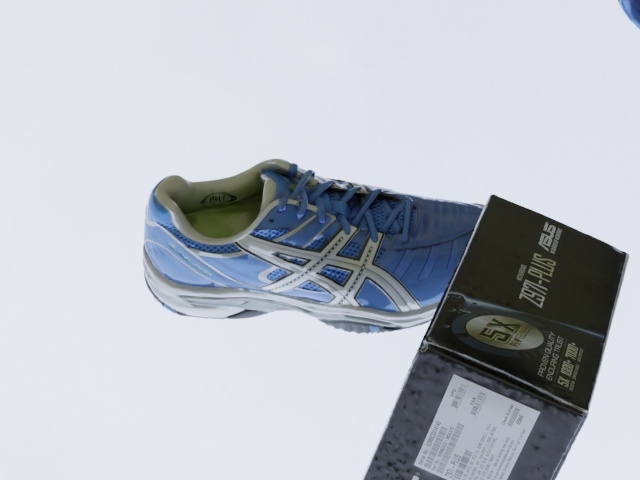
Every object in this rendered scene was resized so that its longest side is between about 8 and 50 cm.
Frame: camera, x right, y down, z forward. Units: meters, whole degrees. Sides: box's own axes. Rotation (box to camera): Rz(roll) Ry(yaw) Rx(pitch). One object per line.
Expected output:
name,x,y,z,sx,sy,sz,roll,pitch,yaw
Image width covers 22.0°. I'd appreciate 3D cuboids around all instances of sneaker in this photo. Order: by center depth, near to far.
sneaker,0.000,0.000,0.925,0.211,0.081,0.080,-4,-130,4

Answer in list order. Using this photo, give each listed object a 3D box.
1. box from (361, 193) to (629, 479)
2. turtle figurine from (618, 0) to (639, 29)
box,0.071,0.094,0.790,0.078,0.180,0.147,24,-148,5
turtle figurine,0.177,-0.241,0.742,0.198,0.266,0.274,20,-138,24
